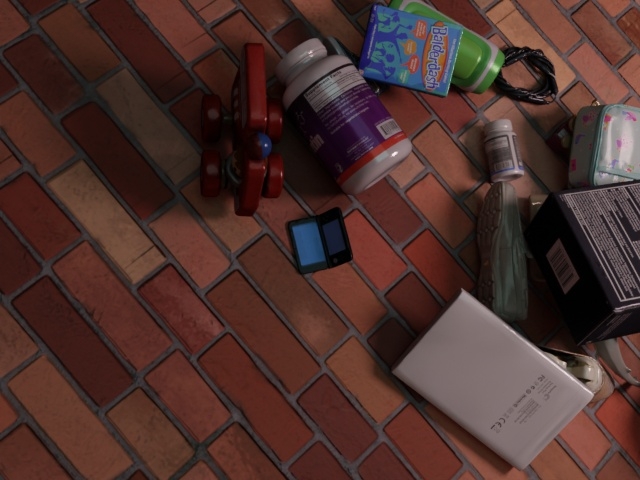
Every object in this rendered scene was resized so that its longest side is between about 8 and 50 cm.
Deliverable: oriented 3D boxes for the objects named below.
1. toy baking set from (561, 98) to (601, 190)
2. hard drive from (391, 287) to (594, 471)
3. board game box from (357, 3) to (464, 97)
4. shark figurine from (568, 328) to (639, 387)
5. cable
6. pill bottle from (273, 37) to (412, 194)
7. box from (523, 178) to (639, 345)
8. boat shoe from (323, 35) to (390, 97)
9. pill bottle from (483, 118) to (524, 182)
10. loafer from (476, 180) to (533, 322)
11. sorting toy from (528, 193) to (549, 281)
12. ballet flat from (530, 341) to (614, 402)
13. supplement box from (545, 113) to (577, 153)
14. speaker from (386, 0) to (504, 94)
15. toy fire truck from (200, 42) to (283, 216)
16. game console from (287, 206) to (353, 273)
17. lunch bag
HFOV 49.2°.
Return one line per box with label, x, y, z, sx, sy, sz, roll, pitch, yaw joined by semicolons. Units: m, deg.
toy baking set;0.670;-0.211;1.716;0.197;0.030;0.256;-23;104;-21
hard drive;0.359;0.296;1.479;0.353;0.047;0.233;38;103;-3
board game box;0.198;-0.422;1.564;0.210;0.047;0.160;12;96;-6
shark figurine;0.671;0.227;1.568;0.166;0.116;0.278;-15;75;-41
cable;0.506;-0.417;1.735;0.184;0.047;0.150;9;75;-11
pill bottle;0.041;-0.270;1.517;0.181;0.181;0.323;-35;87;-18
box;0.650;0.040;1.504;0.294;0.183;0.296;-9;60;-13
boat shoe;0.084;-0.406;1.625;0.083;0.065;0.183;-35;95;-19
pill bottle;0.430;-0.211;1.652;0.078;0.078;0.137;-5;78;-15
loafer;0.421;0.026;1.584;0.111;0.112;0.319;5;84;-18
sorting toy;0.586;-0.006;1.653;0.193;0.038;0.208;1;84;-13
ballet flat;0.532;0.289;1.545;0.316;0.106;0.107;14;73;-10
supplement box;0.602;-0.262;1.718;0.083;0.055;0.043;-43;90;-18
speaker;0.279;-0.464;1.650;0.296;0.131;0.131;29;72;-6
toy fire truck;-0.151;-0.213;1.418;0.169;0.254;0.302;1;77;-13
game console;0.000;0.000;1.504;0.071;0.107;0.122;-6;78;-44
lunch bag;0.731;-0.200;1.666;0.279;0.108;0.224;7;92;-23
